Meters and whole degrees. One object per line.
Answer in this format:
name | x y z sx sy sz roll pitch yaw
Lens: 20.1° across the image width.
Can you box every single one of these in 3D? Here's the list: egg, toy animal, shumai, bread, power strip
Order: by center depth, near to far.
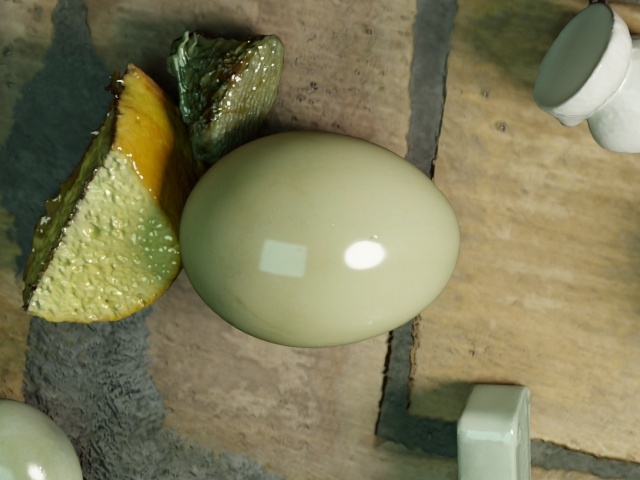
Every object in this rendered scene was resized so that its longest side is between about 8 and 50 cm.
toy animal | 0.287 -0.111 1.488 0.221 0.131 0.103 23 79 -21
egg | 0.000 0.000 1.542 0.242 0.186 0.186 6 116 -12
shumai | -0.094 -0.135 1.565 0.087 0.099 0.124 27 80 18
bread | -0.170 -0.021 1.611 0.134 0.129 0.260 19 128 -14
power strip | 0.165 0.319 1.690 0.062 0.091 0.385 3 113 15
egg | -0.294 0.221 1.755 0.114 0.114 0.152 -34 100 24
